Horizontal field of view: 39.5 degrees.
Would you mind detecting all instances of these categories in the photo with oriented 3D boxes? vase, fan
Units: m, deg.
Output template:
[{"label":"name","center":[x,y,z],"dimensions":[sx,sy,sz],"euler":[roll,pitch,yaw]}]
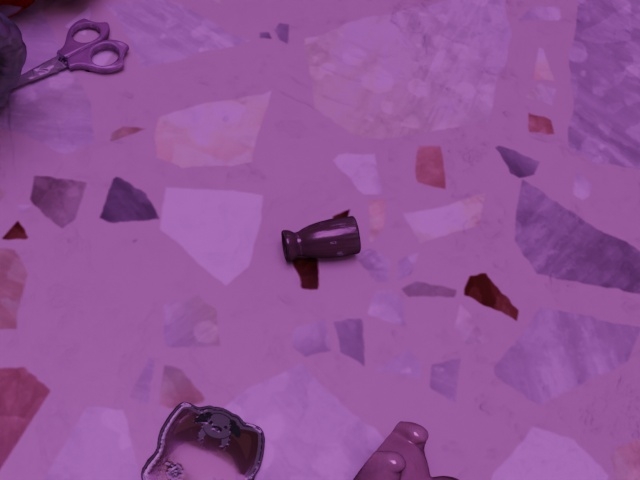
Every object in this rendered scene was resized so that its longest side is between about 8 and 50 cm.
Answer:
[{"label":"vase","center":[0.000,0.000,1.194],"dimensions":[0.100,0.053,0.053],"euler":[-10,62,-11]},{"label":"fan","center":[-0.146,0.292,1.023],"dimensions":[0.132,0.009,0.220],"euler":[16,57,3]}]

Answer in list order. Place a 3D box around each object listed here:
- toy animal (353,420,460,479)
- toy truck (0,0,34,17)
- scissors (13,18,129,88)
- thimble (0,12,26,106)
[{"label":"toy animal","center":[0.135,0.311,1.003],"dimensions":[0.212,0.124,0.124],"euler":[45,63,9]},{"label":"toy truck","center":[-0.455,-0.416,1.304],"dimensions":[0.264,0.239,0.189],"euler":[-32,62,19]},{"label":"scissors","center":[-0.386,-0.258,1.298],"dimensions":[0.212,0.021,0.110],"euler":[-31,67,-25]},{"label":"thimble","center":[-0.488,-0.226,1.125],"dimensions":[0.150,0.237,0.237],"euler":[39,60,-2]}]
